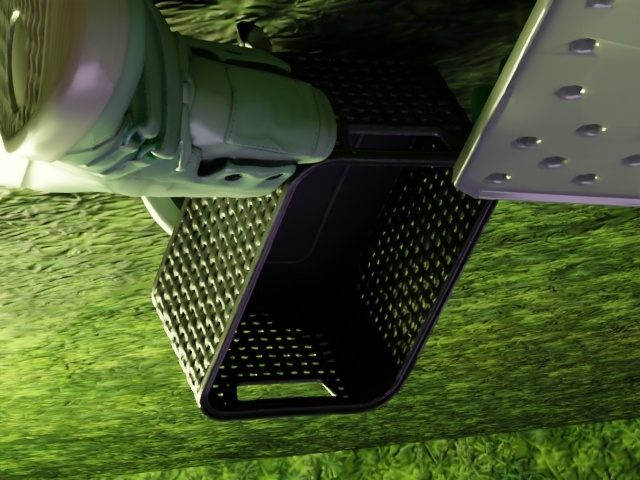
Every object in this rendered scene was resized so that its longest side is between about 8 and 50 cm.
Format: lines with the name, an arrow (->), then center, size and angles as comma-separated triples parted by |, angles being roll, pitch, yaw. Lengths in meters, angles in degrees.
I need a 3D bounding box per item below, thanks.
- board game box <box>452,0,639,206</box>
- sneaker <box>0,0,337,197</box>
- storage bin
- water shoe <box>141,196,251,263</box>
board game box -> 0.278, -0.104, 0.744 | 0.390, 0.050, 0.390 | 2, 159, -7
sneaker -> -0.058, -0.071, 0.775 | 0.151, 0.094, 0.256 | 1, 175, -13
storage bin -> 0.000, 0.000, 0.962 | 0.122, 0.084, 0.180 | -1, 134, -29
water shoe -> -0.050, -0.013, 1.075 | 0.080, 0.073, 0.203 | -11, 165, 34
